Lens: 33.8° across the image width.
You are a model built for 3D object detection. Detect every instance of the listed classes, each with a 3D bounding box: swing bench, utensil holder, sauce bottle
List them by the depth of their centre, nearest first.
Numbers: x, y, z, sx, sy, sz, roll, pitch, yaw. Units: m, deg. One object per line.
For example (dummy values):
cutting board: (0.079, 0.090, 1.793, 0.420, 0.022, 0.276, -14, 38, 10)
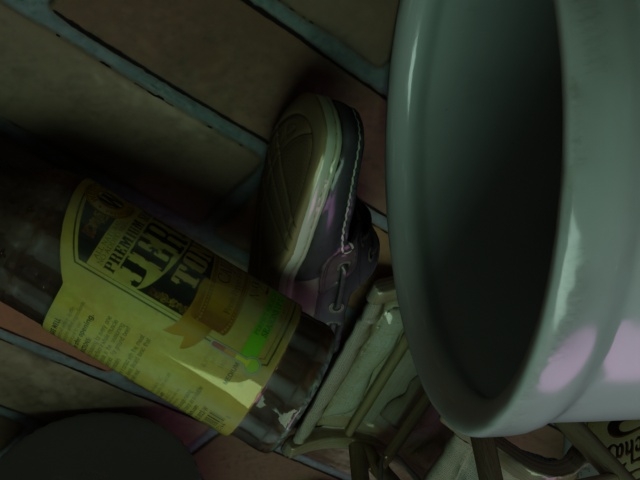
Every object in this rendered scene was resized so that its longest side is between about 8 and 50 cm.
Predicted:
utensil holder: (0.262, -0.050, 0.639, 0.385, 0.327, 0.327, 1, 135, -11)
sauce bottle: (-0.156, 0.023, 0.743, 0.344, 0.111, 0.111, 31, 126, -7)
swing bench: (0.111, 0.200, 0.934, 0.165, 0.255, 0.253, -3, 139, -29)

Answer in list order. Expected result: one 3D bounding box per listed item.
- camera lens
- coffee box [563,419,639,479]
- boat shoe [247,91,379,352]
camera lens: (-0.206, 0.330, 1.015, 0.219, 0.219, 0.274, -2, 128, -5)
coffee box: (0.356, 0.170, 0.862, 0.119, 0.168, 0.297, 4, 179, -43)
boat shoe: (0.000, 0.000, 0.814, 0.092, 0.103, 0.285, 0, 139, -14)
